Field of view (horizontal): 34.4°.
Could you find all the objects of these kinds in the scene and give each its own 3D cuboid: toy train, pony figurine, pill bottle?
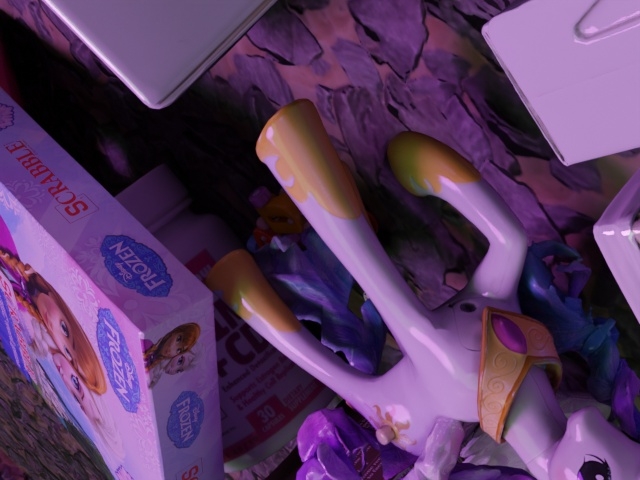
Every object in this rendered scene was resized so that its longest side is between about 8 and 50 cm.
[{"bbox_3d":[0.000,0.000,0.903,0.166,0.046,0.125,22,152,34],"label":"toy train"},{"bbox_3d":[0.077,0.115,0.709,0.363,0.303,0.351,50,148,14],"label":"pony figurine"},{"bbox_3d":[-0.122,0.075,1.027,0.283,0.160,0.160,52,150,-7],"label":"pill bottle"}]

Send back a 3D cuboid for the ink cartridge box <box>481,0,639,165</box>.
[{"bbox_3d":[0.169,-0.113,0.413,0.072,0.175,0.127,56,150,-13],"label":"ink cartridge box"}]

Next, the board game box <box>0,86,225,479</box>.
[{"bbox_3d":[-0.203,0.076,0.900,0.318,0.066,0.318,40,146,33],"label":"board game box"}]

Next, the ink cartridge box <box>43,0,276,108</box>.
[{"bbox_3d":[-0.126,-0.194,0.616,0.211,0.121,0.289,45,-179,-12],"label":"ink cartridge box"}]

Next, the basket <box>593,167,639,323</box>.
[{"bbox_3d":[0.241,0.024,0.541,0.103,0.113,0.167,-9,118,53],"label":"basket"}]

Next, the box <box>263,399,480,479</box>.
[{"bbox_3d":[0.075,0.252,0.964,0.167,0.168,0.203,55,150,-11],"label":"box"}]

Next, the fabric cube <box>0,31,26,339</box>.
[{"bbox_3d":[-0.420,-0.054,1.093,0.254,0.259,0.258,86,163,-47],"label":"fabric cube"}]
